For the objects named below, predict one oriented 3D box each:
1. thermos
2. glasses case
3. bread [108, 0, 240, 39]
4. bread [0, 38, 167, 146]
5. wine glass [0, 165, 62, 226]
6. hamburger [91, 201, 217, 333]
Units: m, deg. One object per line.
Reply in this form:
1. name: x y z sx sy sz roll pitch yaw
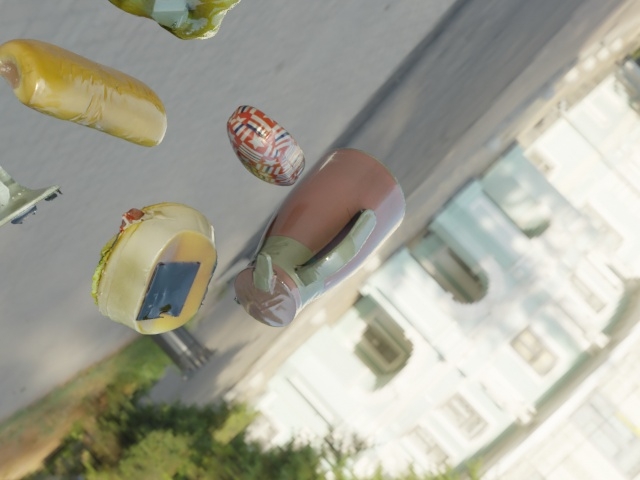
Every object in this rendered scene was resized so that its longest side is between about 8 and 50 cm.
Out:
1. thermos: 0.000 0.000 1.342 0.176 0.146 0.265 -23 -162 42
2. glasses case: -0.058 -0.092 1.108 0.049 0.073 0.194 -55 173 -3
3. bread: -0.209 -0.342 1.319 0.161 0.233 0.088 -46 -158 40
4. bread: -0.361 -0.233 1.607 0.091 0.142 0.305 -48 151 17
5. wine glass: -0.513 -0.161 1.484 0.143 0.321 0.143 -31 -172 5
6. hamburger: -0.241 0.039 1.509 0.173 0.116 0.210 -5 128 -39
